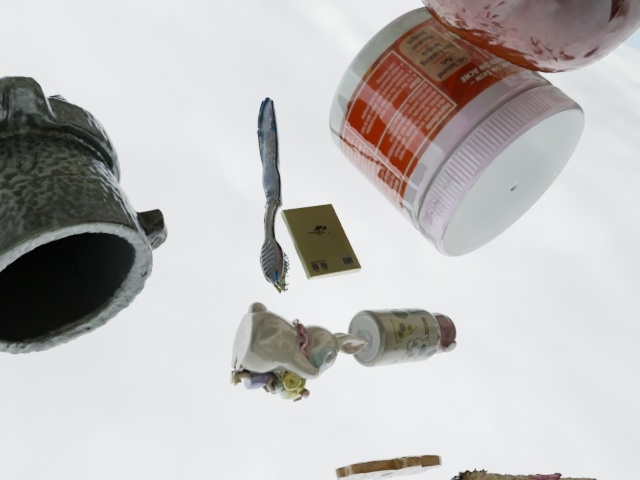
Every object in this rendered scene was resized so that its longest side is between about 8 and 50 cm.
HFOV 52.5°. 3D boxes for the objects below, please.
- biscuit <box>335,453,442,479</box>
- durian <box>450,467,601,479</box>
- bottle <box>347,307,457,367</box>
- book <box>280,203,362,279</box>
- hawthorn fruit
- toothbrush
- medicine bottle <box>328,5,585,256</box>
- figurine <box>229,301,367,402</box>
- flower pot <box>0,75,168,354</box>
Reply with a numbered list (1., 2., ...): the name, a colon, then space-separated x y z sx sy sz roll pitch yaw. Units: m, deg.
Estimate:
1. biscuit: 0.107 0.370 1.058 0.183 0.133 0.027 -3 -115 -12
2. durian: 0.342 0.462 1.009 0.341 0.112 0.191 8 -120 -15
3. bottle: 0.186 0.201 1.379 0.253 0.120 0.120 2 -140 -36
4. book: 0.000 0.000 0.860 0.077 0.014 0.111 -8 -122 -26
5. hawthorn fruit: 0.202 -0.309 0.593 0.294 0.295 0.311 13 -168 -28
6. toothbrush: -0.073 -0.092 0.961 0.042 0.035 0.414 54 -159 -44
7. medicine bottle: 0.173 -0.145 0.868 0.252 0.253 0.241 -9 -130 -48
8. figurine: -0.037 0.214 1.191 0.235 0.127 0.155 17 -112 -20
9. flower pot: -0.366 -0.050 0.807 0.299 0.299 0.283 -6 -131 -46
